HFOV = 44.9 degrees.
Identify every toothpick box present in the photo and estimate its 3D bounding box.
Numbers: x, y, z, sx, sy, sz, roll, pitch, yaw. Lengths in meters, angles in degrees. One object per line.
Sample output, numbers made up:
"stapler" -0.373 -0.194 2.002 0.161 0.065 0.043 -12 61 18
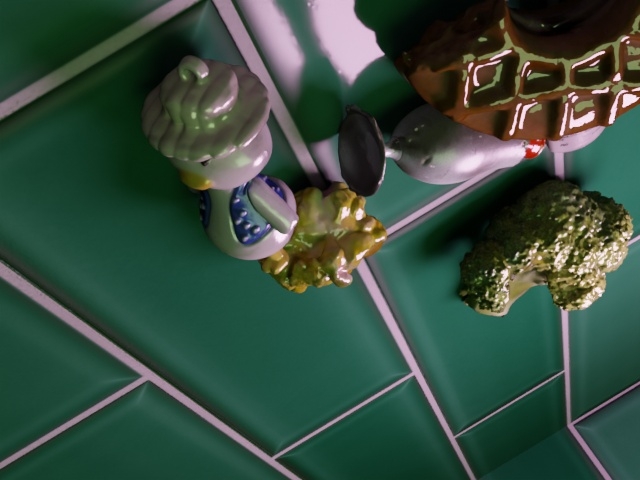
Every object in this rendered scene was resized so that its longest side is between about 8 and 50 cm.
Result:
"toothpick box" 0.248 -0.133 1.005 0.083 0.047 0.047 2 135 -38

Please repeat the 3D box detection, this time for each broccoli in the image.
"broccoli" 0.328 0.050 1.179 0.254 0.186 0.302 3 128 -54

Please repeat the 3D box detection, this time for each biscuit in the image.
"biscuit" 0.263 -0.247 0.753 0.268 0.115 0.366 21 128 -23

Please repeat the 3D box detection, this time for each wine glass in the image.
"wine glass" 0.132 -0.114 0.893 0.222 0.103 0.103 -11 142 -29

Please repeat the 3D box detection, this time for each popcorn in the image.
"popcorn" 0.000 0.000 0.925 0.145 0.126 0.126 -40 175 -15

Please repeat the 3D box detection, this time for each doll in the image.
"doll" -0.088 -0.065 0.757 0.119 0.138 0.293 -51 153 -23

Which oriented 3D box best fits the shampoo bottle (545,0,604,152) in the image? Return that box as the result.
"shampoo bottle" 0.309 -0.196 0.960 0.086 0.056 0.227 -28 147 6
